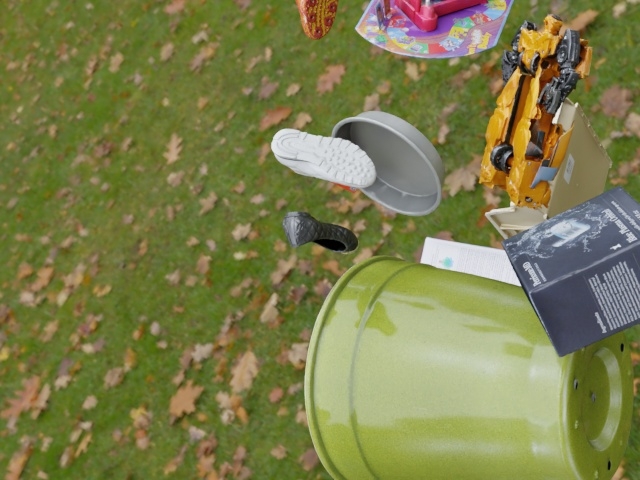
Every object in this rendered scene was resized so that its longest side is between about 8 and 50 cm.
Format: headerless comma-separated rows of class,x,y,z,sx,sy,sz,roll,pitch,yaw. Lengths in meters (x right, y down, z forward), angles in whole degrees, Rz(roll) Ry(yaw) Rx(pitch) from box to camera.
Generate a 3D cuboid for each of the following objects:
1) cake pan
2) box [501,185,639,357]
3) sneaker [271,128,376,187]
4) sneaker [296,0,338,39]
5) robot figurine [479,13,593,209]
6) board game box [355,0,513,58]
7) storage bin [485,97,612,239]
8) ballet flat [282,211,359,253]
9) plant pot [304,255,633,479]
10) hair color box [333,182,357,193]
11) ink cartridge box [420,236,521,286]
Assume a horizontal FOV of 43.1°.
cake pan,0.158,-0.177,1.827,0.293,0.293,0.054,8,50,48
box,0.307,0.031,0.919,0.158,0.093,0.156,-27,18,10
sneaker,0.011,-0.166,1.726,0.235,0.094,0.090,23,70,14
sneaker,-0.018,-0.376,1.165,0.067,0.064,0.175,6,106,57
robot figurine,0.339,-0.207,1.283,0.211,0.085,0.290,-126,46,-65
board game box,0.113,-0.235,0.770,0.133,0.033,0.168,13,50,17
storage bin,0.457,-0.109,1.615,0.123,0.260,0.262,3,64,41
ballet flat,0.000,0.000,1.104,0.058,0.173,0.049,-8,76,30
plant pot,0.231,0.205,1.147,0.353,0.366,0.366,-1,59,40
hair color box,0.025,-0.166,1.841,0.043,0.141,0.072,-56,23,24
ink cartridge box,0.431,0.161,1.979,0.396,0.151,0.269,10,86,36
